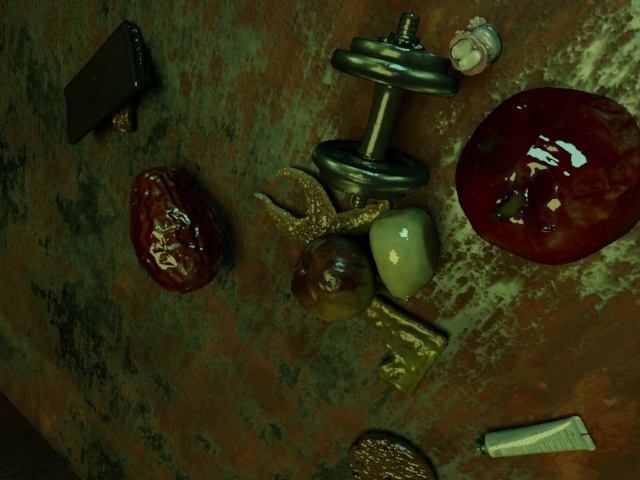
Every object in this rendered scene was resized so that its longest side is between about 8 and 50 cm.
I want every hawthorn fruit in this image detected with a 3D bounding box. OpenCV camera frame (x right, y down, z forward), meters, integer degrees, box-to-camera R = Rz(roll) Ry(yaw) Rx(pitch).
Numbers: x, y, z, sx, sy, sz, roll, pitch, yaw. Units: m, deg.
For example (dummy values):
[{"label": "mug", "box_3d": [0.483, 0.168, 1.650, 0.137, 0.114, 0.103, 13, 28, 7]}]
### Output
[{"label": "hawthorn fruit", "box_3d": [0.274, -0.065, 0.524, 0.230, 0.266, 0.210, 47, 143, 11]}]

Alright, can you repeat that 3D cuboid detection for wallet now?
[{"label": "wallet", "box_3d": [-0.520, -0.362, 0.980, 0.321, 0.044, 0.170, -19, 79, 34]}]

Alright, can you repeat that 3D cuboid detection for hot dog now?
[{"label": "hot dog", "box_3d": [-0.478, -0.301, 1.000, 0.058, 0.035, 0.083, 21, 118, 19]}]

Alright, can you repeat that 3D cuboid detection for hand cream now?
[{"label": "hand cream", "box_3d": [0.385, 0.366, 0.758, 0.195, 0.042, 0.067, -26, 86, 30]}]

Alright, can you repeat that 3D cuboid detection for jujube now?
[{"label": "jujube", "box_3d": [-0.332, -0.023, 0.931, 0.197, 0.197, 0.290, -30, 77, 35]}]

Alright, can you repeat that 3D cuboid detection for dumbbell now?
[{"label": "dumbbell", "box_3d": [0.092, -0.181, 0.621, 0.192, 0.192, 0.289, 24, 119, 20]}]

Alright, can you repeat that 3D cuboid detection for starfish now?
[{"label": "starfish", "box_3d": [-0.002, 0.002, 0.828, 0.300, 0.060, 0.301, 2, 110, 27]}]

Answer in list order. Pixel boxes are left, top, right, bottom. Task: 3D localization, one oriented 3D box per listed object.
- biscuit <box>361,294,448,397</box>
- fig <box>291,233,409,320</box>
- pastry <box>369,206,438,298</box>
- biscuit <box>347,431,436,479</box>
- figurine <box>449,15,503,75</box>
[{"label": "biscuit", "box_3d": [0.148, 0.217, 0.836, 0.174, 0.039, 0.183, 27, 119, 18]}, {"label": "fig", "box_3d": [0.056, 0.091, 0.738, 0.231, 0.143, 0.160, 40, 141, -18]}, {"label": "pastry", "box_3d": [0.143, 0.017, 0.691, 0.092, 0.156, 0.156, -10, 103, 32]}, {"label": "biscuit", "box_3d": [0.163, 0.532, 0.950, 0.212, 0.036, 0.211, 11, 114, 25]}, {"label": "figurine", "box_3d": [0.206, -0.263, 0.564, 0.072, 0.129, 0.054, 51, 138, -1]}]
